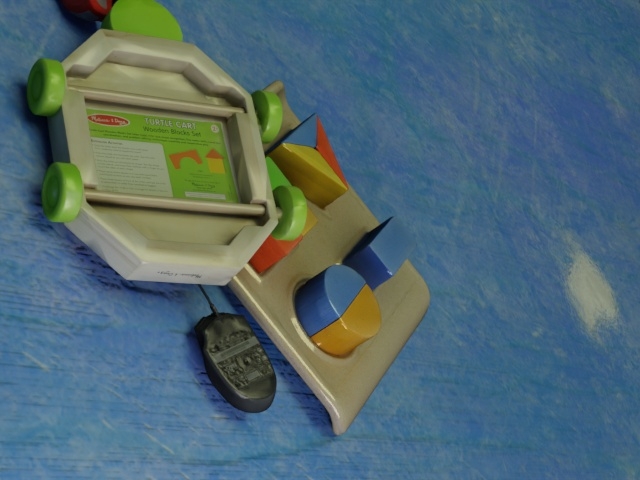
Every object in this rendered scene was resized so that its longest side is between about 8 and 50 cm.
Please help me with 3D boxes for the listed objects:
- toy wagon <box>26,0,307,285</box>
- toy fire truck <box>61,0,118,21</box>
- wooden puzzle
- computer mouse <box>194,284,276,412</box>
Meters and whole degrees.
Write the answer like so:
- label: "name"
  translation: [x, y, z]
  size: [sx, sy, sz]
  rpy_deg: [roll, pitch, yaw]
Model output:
- label: "toy wagon"
  translation: [-0.161, -0.119, 1.439]
  size: [0.267, 0.068, 0.344]
  rpy_deg: [5, 58, -33]
- label: "toy fire truck"
  translation: [-0.251, -0.326, 1.475]
  size: [0.135, 0.047, 0.192]
  rpy_deg: [0, 97, -56]
- label: "wooden puzzle"
  translation: [0.000, 0.000, 1.624]
  size: [0.348, 0.080, 0.322]
  rpy_deg: [56, 31, -8]
- label: "computer mouse"
  translation: [-0.120, 0.069, 1.441]
  size: [0.071, 0.041, 0.242]
  rpy_deg: [-19, 76, -42]
